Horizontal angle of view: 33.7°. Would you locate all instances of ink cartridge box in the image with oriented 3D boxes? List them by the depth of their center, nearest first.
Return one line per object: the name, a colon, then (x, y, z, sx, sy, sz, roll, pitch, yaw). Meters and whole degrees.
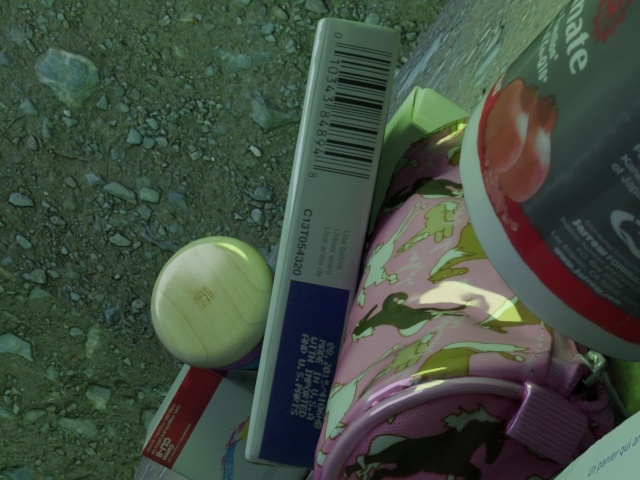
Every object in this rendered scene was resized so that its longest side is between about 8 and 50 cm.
ink cartridge box: (0.000, 0.000, 0.905, 0.330, 0.071, 0.324, -81, 0, -88)
ink cartridge box: (0.098, -0.024, 1.036, 0.203, 0.148, 0.086, -55, 9, 32)
ink cartridge box: (-0.097, 0.219, 1.228, 0.127, 0.176, 0.128, -60, 6, 3)

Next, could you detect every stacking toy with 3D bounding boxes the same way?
stacking toy: (-0.060, 0.099, 1.231, 0.141, 0.141, 0.330, -58, -26, -1)

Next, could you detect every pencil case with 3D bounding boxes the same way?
pencil case: (0.101, 0.048, 0.688, 0.386, 0.167, 0.160, -72, -19, -62)

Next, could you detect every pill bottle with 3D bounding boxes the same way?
pill bottle: (0.209, -0.086, 0.440, 0.318, 0.176, 0.176, -49, 12, 51)

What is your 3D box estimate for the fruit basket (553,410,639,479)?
fruit basket: (0.034, 0.228, 0.292, 0.353, 0.165, 0.327, -59, -5, -30)
